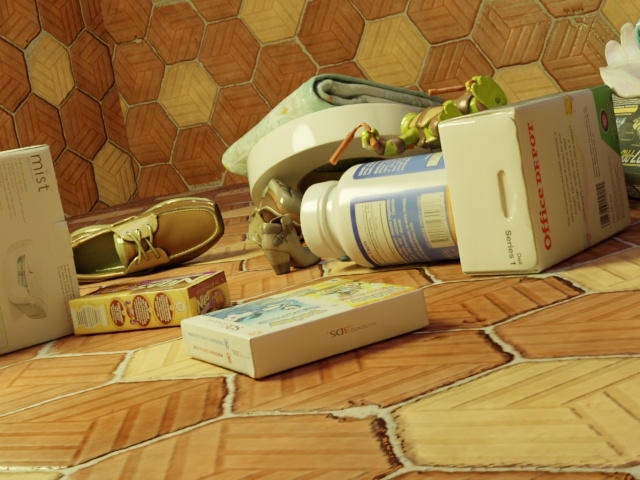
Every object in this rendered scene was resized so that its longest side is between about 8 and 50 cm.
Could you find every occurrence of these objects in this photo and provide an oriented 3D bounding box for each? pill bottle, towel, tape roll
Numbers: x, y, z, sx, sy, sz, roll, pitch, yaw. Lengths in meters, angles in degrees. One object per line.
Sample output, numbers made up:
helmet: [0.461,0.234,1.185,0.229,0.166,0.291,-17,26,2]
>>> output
pill bottle: [0.114,-0.041,1.554,0.272,0.152,0.152,-6,8,32]
towel: [0.041,-0.199,2.178,0.374,0.090,0.320,6,-29,-37]
tape roll: [0.052,-0.143,2.113,0.391,0.072,0.392,-10,-21,-4]

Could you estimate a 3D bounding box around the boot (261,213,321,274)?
boot: [-0.046,0.002,1.710,0.042,0.087,0.118,-7,7,37]

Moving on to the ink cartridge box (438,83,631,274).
ink cartridge box: [0.285,-0.083,1.426,0.117,0.202,0.278,-5,9,40]

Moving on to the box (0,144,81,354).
box: [-0.459,0.021,1.459,0.231,0.262,0.126,-17,9,-37]

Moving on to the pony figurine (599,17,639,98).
pony figurine: [0.541,-0.212,1.407,0.303,0.363,0.351,-41,13,28]

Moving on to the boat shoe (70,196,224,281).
boat shoe: [-0.334,0.013,1.996,0.323,0.123,0.120,-17,11,12]

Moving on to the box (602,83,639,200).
box: [0.561,-0.220,1.809,0.318,0.097,0.395,-54,11,-3]

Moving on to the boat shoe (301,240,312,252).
boat shoe: [0.000,0.000,1.840,0.137,0.043,0.049,-15,10,-22]

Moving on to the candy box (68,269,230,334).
candy box: [-0.228,0.084,1.468,0.186,0.053,0.109,-9,7,24]

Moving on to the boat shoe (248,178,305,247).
boat shoe: [-0.065,-0.030,1.921,0.123,0.116,0.324,29,-3,-3]

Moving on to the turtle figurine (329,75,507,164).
turtle figurine: [0.158,-0.162,1.564,0.269,0.087,0.217,-27,9,-19]

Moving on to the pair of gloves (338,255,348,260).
pair of gloves: [0.107,0.001,1.758,0.198,0.023,0.159,-14,8,-23]

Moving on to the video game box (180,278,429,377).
video game box: [-0.021,0.088,1.158,0.205,0.048,0.187,-14,10,-27]
